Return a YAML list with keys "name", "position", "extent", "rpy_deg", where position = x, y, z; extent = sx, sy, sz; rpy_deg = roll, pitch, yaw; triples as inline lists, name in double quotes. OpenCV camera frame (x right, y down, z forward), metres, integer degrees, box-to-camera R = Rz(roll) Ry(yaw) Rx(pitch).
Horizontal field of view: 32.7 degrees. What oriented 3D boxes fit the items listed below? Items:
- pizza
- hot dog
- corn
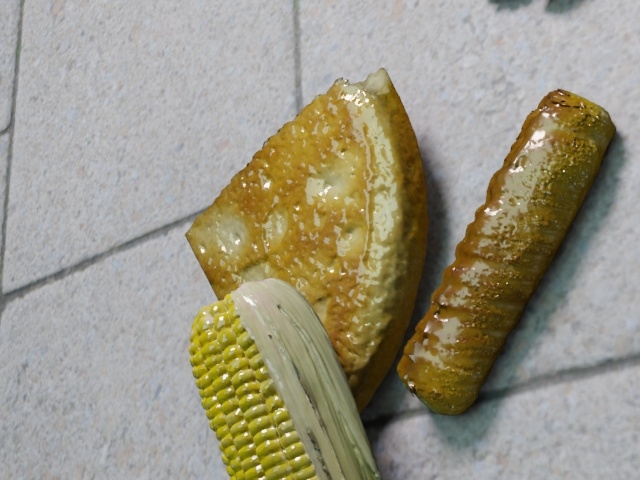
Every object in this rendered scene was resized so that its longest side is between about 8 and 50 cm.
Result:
- name: "pizza"
  position: [0.022, 0.019, 0.989]
  extent: [0.258, 0.087, 0.268]
  rpy_deg: [-42, 61, 27]
- name: "hot dog"
  position: [0.149, 0.009, 0.896]
  extent: [0.083, 0.068, 0.289]
  rpy_deg: [29, 93, 37]
- name: "corn"
  position: [-0.014, 0.181, 0.897]
  extent: [0.123, 0.122, 0.305]
  rpy_deg: [-22, 80, 4]
